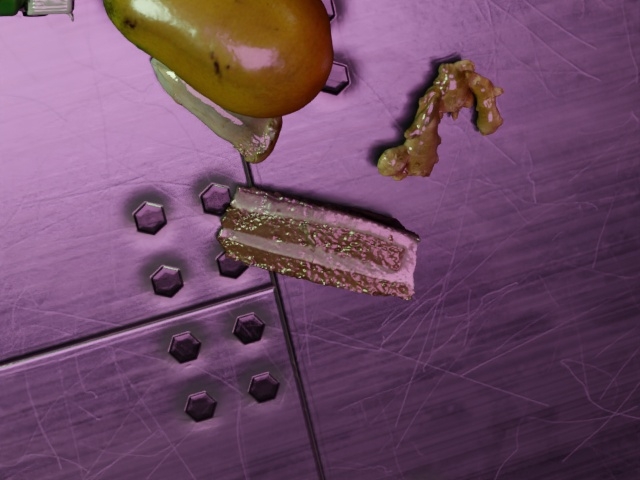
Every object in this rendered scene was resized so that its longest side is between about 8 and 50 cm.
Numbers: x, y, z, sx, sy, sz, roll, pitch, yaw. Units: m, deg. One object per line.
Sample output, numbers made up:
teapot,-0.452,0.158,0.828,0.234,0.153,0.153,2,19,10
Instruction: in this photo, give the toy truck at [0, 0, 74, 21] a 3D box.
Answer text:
toy truck,-0.437,-0.332,1.844,0.242,0.125,0.101,-4,106,-14

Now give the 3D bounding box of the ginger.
ginger,0.173,-0.176,2.082,0.193,0.052,0.176,-7,108,-20

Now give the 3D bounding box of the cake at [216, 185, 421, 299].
cake,0.000,0.000,2.084,0.295,0.113,0.116,14,101,-4

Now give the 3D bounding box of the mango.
mango,-0.128,-0.290,1.904,0.317,0.173,0.211,25,78,-12

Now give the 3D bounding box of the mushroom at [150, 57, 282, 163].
mushroom,-0.145,-0.194,1.991,0.209,0.071,0.084,37,90,-17
